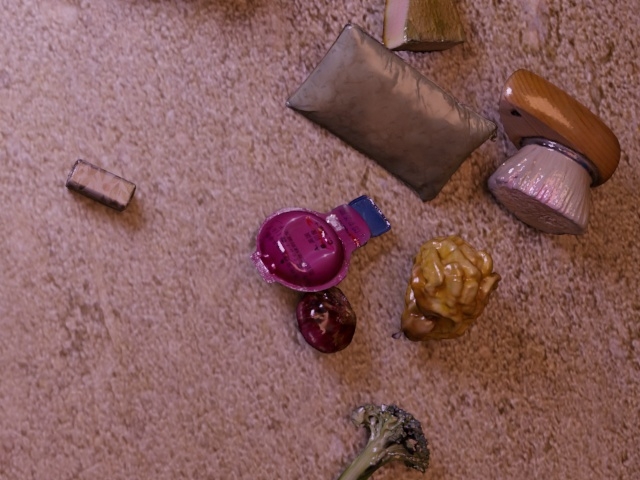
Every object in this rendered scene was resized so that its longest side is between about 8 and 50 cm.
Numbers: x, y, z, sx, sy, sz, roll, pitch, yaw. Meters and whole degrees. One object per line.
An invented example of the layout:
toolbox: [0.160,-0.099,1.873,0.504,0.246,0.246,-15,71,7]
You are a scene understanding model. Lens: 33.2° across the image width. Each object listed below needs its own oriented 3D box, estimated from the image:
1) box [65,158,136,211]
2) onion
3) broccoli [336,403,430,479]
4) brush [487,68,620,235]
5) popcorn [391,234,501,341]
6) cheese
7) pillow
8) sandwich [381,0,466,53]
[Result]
box: [-0.325,-0.080,1.590,0.098,0.062,0.045,24,80,-15]
onion: [0.006,0.123,1.662,0.107,0.097,0.107,26,53,-40]
broccoli: [0.077,0.346,1.667,0.204,0.118,0.122,-43,129,0]
brush: [0.353,-0.141,1.731,0.267,0.174,0.166,41,75,-31]
popcorn: [0.202,0.074,1.682,0.140,0.194,0.163,21,43,4]
cheese: [0.000,0.000,1.678,0.244,0.062,0.155,-27,71,-30]
pillow: [0.115,-0.194,1.697,0.302,0.185,0.075,33,32,-12]
sandwich: [0.149,-0.384,1.721,0.193,0.058,0.162,-16,89,-53]
